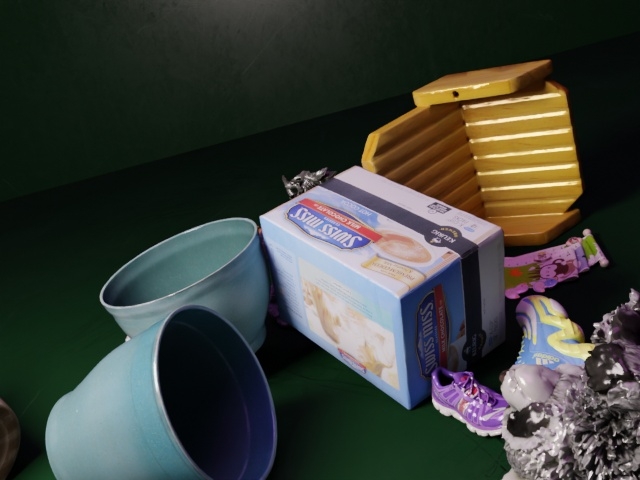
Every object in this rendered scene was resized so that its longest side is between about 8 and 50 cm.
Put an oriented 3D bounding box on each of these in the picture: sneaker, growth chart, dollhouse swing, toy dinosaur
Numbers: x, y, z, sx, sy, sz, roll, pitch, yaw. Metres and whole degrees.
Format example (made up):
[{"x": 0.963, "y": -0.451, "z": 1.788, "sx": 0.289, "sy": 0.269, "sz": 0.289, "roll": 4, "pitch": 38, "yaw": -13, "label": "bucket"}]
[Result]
[{"x": 0.324, "y": 0.161, "z": 1.190, "sx": 0.126, "sy": 0.091, "sz": 0.240, "roll": -21, "pitch": 22, "yaw": -8, "label": "sneaker"}, {"x": 0.416, "y": 0.048, "z": 1.499, "sx": 0.237, "sy": 0.021, "sz": 0.172, "roll": -16, "pitch": 22, "yaw": 5, "label": "growth chart"}, {"x": 0.305, "y": -0.124, "z": 1.554, "sx": 0.315, "sy": 0.347, "sz": 0.305, "roll": -2, "pitch": 25, "yaw": 33, "label": "dollhouse swing"}, {"x": -0.019, "y": -0.031, "z": 1.755, "sx": 0.322, "sy": 0.218, "sz": 0.164, "roll": 7, "pitch": -15, "yaw": -18, "label": "toy dinosaur"}, {"x": 0.217, "y": 0.225, "z": 1.142, "sx": 0.068, "sy": 0.071, "sz": 0.170, "roll": -31, "pitch": 26, "yaw": -31, "label": "sneaker"}]

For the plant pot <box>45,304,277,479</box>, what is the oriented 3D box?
[{"x": -0.243, "y": 0.267, "z": 1.165, "sx": 0.255, "sy": 0.272, "sz": 0.272, "roll": -26, "pitch": 17, "yaw": 22, "label": "plant pot"}]

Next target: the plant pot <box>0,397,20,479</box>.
[{"x": -0.669, "y": 0.318, "z": 1.335, "sx": 0.280, "sy": 0.323, "sz": 0.323, "roll": 14, "pitch": 34, "yaw": 25, "label": "plant pot"}]

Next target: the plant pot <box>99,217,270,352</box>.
[{"x": -0.209, "y": 0.116, "z": 1.408, "sx": 0.293, "sy": 0.196, "sz": 0.293, "roll": -20, "pitch": 21, "yaw": 8, "label": "plant pot"}]

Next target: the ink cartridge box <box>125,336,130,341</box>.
[{"x": -0.332, "y": 0.194, "z": 1.665, "sx": 0.122, "sy": 0.052, "sz": 0.088, "roll": -13, "pitch": 21, "yaw": 7, "label": "ink cartridge box"}]

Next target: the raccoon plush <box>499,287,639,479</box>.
[{"x": 0.380, "y": 0.272, "z": 0.857, "sx": 0.216, "sy": 0.299, "sz": 0.446, "roll": -13, "pitch": 48, "yaw": -33, "label": "raccoon plush"}]

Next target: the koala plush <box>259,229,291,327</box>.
[{"x": -0.038, "y": 0.043, "z": 1.580, "sx": 0.203, "sy": 0.221, "sz": 0.196, "roll": 1, "pitch": 28, "yaw": 39, "label": "koala plush"}]

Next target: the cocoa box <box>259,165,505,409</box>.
[{"x": 0.099, "y": 0.063, "z": 1.321, "sx": 0.228, "sy": 0.231, "sz": 0.347, "roll": -29, "pitch": 38, "yaw": -28, "label": "cocoa box"}]
